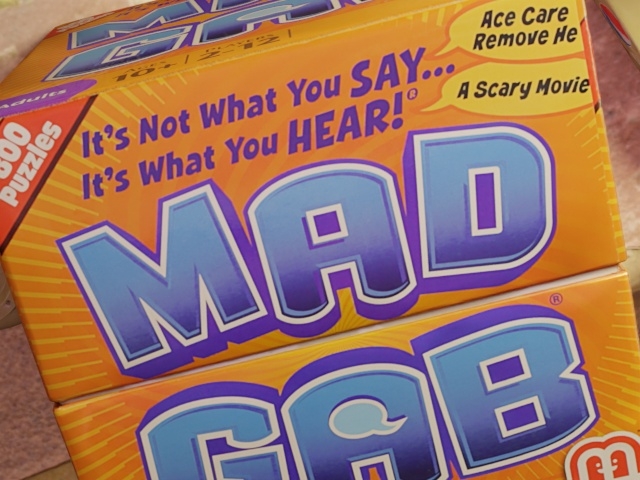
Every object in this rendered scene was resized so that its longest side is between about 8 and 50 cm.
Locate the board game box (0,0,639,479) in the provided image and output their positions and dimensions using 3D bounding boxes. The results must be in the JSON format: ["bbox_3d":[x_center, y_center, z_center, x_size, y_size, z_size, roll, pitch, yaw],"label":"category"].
[{"bbox_3d":[0.000,0.000,0.859,0.356,0.356,0.356,-14,110,2],"label":"board game box"}]

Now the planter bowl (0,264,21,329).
[{"bbox_3d":[-0.285,0.010,0.979,0.162,0.109,0.162,-1,110,-3],"label":"planter bowl"}]

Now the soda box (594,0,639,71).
[{"bbox_3d":[0.283,-0.170,0.970,0.058,0.061,0.181,-35,107,9],"label":"soda box"}]
